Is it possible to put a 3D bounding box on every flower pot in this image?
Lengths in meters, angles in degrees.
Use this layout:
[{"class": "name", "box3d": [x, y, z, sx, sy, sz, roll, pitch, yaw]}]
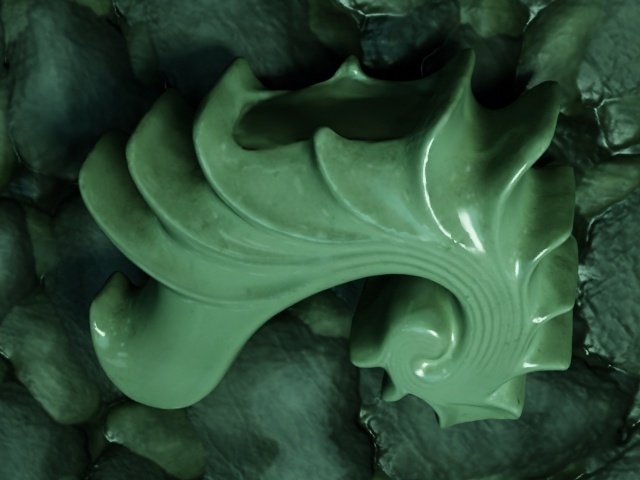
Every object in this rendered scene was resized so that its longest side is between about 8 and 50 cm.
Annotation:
[{"class": "flower pot", "box3d": [0.000, 0.000, 1.082, 0.367, 0.164, 0.254, 1, 121, 13]}]
